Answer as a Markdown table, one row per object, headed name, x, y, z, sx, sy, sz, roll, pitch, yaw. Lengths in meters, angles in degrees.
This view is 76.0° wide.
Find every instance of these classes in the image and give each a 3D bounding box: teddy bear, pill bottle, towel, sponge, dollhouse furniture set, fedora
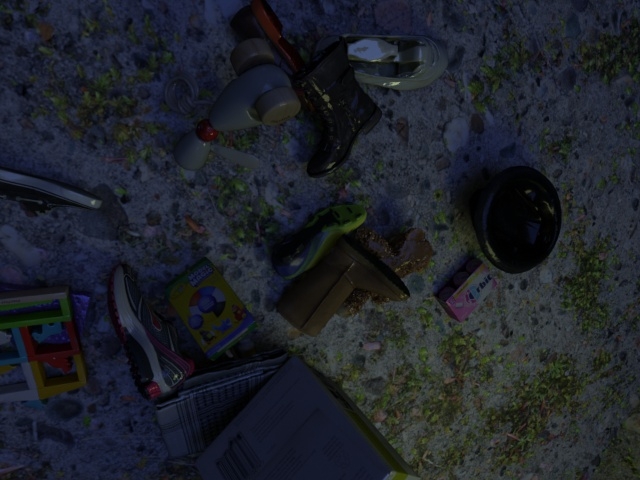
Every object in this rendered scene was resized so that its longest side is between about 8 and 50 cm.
| name | x | y | z | sx | sy | sz | roll | pitch | yaw |
| --- | --- | --- | --- | --- | --- | --- | --- | --- | --- |
| teddy bear | 0.145 | 0.080 | 1.144 | 0.245 | 0.113 | 0.338 | 43 | 91 | -18 |
| pill bottle | -0.192 | 0.292 | 1.072 | 0.043 | 0.043 | 0.083 | -14 | 107 | -19 |
| towel | -0.233 | 0.412 | 1.013 | 0.312 | 0.056 | 0.324 | -9 | 129 | -21 |
| sponge | -0.616 | 0.156 | 0.870 | 0.210 | 0.031 | 0.117 | 11 | 98 | -26 |
| dollhouse furniture set | -0.276 | 0.311 | 0.996 | 0.151 | 0.123 | 0.144 | -37 | 113 | -11 |
| fedora | 0.562 | -0.066 | 1.246 | 0.334 | 0.152 | 0.333 | -4 | 101 | -19 |

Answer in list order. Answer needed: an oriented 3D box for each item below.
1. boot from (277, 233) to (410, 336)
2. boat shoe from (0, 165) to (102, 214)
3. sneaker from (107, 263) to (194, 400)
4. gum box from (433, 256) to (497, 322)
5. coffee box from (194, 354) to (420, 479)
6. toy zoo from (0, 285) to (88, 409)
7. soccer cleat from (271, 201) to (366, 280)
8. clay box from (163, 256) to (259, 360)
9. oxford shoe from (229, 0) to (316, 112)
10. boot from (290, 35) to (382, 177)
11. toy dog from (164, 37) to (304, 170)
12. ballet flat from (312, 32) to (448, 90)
| name | x | y | z | sx | sy | sz | roll | pitch | yaw |
| --- | --- | --- | --- | --- | --- | --- | --- | --- | --- |
| boot | 0.056 | 0.148 | 1.043 | 0.236 | 0.089 | 0.269 | 41 | 110 | 6 |
| boat shoe | -0.558 | -0.090 | 0.817 | 0.219 | 0.078 | 0.070 | 16 | 95 | -17 |
| sneaker | -0.381 | 0.186 | 0.891 | 0.112 | 0.121 | 0.299 | -19 | 75 | -36 |
| gum box | 0.467 | 0.154 | 1.307 | 0.188 | 0.062 | 0.107 | -44 | 115 | -8 |
| coffee box | -0.017 | 0.554 | 0.986 | 0.337 | 0.338 | 0.334 | -45 | 142 | -7 |
| toy zoo | -0.613 | 0.238 | 0.862 | 0.193 | 0.030 | 0.293 | -5 | 117 | -18 |
| soccer cleat | -0.001 | 0.000 | 1.077 | 0.289 | 0.093 | 0.121 | -33 | 143 | -17 |
| clay box | -0.258 | 0.144 | 0.934 | 0.127 | 0.053 | 0.222 | -38 | 71 | -12 |
| oxford shoe | -0.098 | -0.405 | 0.943 | 0.098 | 0.096 | 0.271 | -23 | 122 | 20 |
| boot | 0.008 | -0.299 | 0.948 | 0.263 | 0.091 | 0.229 | -49 | 134 | 3 |
| toy dog | -0.161 | -0.265 | 0.863 | 0.161 | 0.334 | 0.220 | -9 | 93 | -55 |
| ballet flat | 0.180 | -0.448 | 1.011 | 0.401 | 0.139 | 0.139 | -8 | 105 | -21 |
